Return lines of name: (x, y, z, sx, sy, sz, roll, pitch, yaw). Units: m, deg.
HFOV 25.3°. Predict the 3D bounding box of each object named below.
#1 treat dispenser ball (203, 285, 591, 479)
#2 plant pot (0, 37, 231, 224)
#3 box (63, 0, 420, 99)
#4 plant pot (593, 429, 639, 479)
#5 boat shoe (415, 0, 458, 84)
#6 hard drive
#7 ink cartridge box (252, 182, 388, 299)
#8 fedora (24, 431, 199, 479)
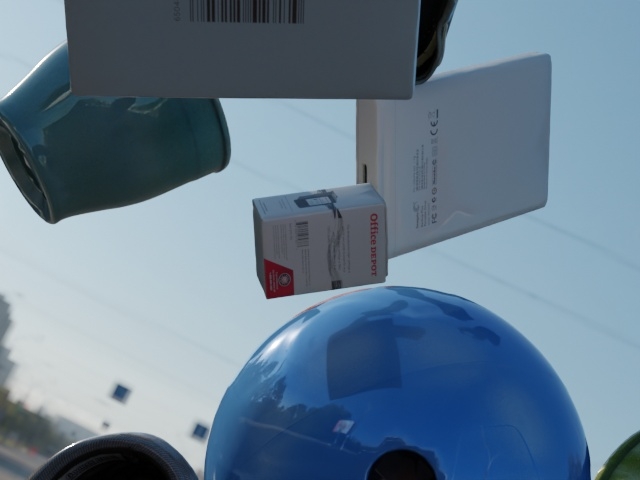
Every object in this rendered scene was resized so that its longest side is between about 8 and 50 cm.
treat dispenser ball: (0.056, 0.177, 1.067, 0.288, 0.288, 0.288, 25, -12, 6)
plant pot: (-0.301, -0.157, 1.940, 0.271, 0.255, 0.271, 47, -24, 29)
box: (-0.050, -0.248, 0.961, 0.215, 0.345, 0.168, 0, -56, -3)
plant pot: (0.501, 0.350, 1.401, 0.366, 0.366, 0.353, 32, -24, -25)
boat shoe: (0.146, -0.339, 1.775, 0.116, 0.319, 0.099, 4, 38, -16)
hard drive: (0.190, -0.122, 1.984, 0.353, 0.233, 0.047, -17, 25, -39)
ink cartridge box: (0.000, 0.000, 1.697, 0.150, 0.109, 0.063, -8, 28, -11)
fedora: (-0.229, 0.351, 1.562, 0.244, 0.275, 0.124, 6, -25, 18)
